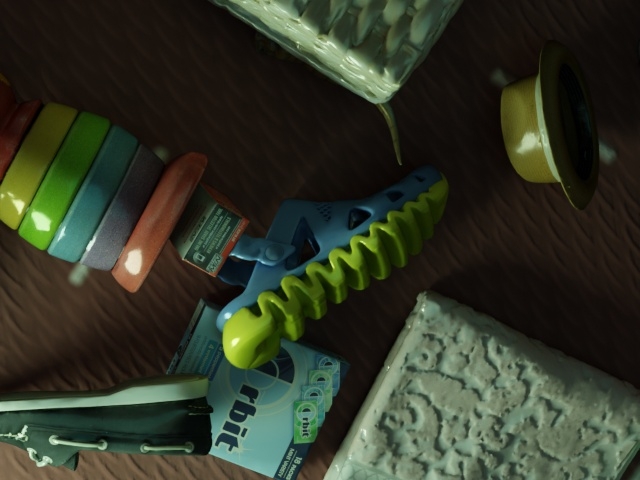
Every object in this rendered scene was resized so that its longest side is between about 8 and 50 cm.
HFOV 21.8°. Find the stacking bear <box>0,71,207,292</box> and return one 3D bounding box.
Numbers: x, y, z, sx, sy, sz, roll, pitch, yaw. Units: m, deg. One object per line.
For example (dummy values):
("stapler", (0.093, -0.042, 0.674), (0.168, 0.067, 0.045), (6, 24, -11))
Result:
("stacking bear", (-0.284, -0.080, 1.718), (0.289, 0.175, 0.164), (28, 88, -8))

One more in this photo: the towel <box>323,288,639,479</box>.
("towel", (0.192, 0.259, 1.954), (0.332, 0.053, 0.317), (26, 96, -18))

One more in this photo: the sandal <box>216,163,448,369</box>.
("sandal", (0.000, 0.000, 1.819), (0.317, 0.126, 0.138), (-32, 66, -17))

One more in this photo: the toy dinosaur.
("toy dinosaur", (0.028, -0.190, 1.815), (0.211, 0.064, 0.112), (30, 107, -8))

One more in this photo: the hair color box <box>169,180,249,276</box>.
("hair color box", (-0.123, -0.015, 1.769), (0.043, 0.141, 0.072), (31, 95, -17))

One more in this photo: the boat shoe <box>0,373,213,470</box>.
("boat shoe", (-0.266, 0.203, 1.783), (0.302, 0.114, 0.091), (-5, 92, 2))

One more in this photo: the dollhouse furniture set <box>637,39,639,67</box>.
("dollhouse furniture set", (0.450, -0.238, 1.828), (0.101, 0.182, 0.161), (21, 98, -17))

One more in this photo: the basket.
("basket", (0.023, -0.348, 1.629), (0.328, 0.266, 0.331), (34, 94, -3))

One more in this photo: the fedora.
("fedora", (0.251, -0.125, 1.844), (0.079, 0.194, 0.194), (-8, 108, 25))

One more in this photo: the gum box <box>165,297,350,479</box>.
("gum box", (-0.082, 0.172, 1.875), (0.184, 0.041, 0.157), (23, 97, -16))
